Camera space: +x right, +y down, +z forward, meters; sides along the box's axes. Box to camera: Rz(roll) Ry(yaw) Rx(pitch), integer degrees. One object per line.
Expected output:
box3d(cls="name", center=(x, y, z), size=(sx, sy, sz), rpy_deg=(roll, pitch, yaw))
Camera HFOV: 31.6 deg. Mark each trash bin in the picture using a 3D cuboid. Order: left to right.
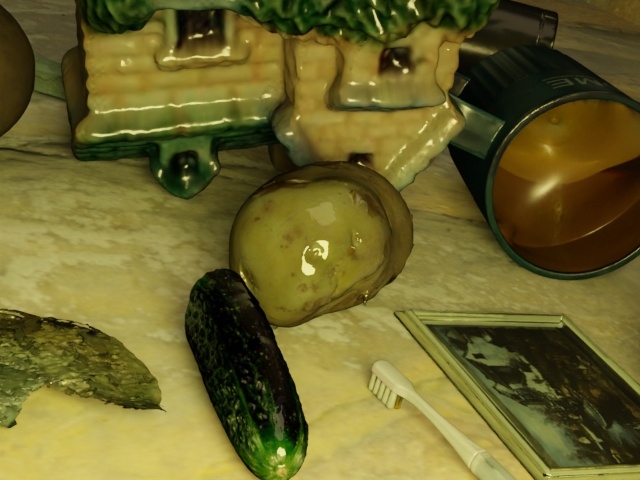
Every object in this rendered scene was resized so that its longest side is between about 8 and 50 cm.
box3d(cls="trash bin", center=(0.258, -0.356, 2.069), size=(0.301, 0.203, 0.252), rpy_deg=(16, 4, 1))

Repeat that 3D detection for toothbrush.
box3d(cls="toothbrush", center=(0.143, 0.199, 0.918), size=(0.025, 0.030, 0.342), rpy_deg=(-3, 29, -37))

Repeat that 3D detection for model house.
box3d(cls="model house", center=(-0.068, -0.206, 1.311), size=(0.445, 0.400, 0.395), rpy_deg=(-4, 36, -17))

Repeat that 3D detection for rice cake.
box3d(cls="rice cake", center=(-0.398, -0.231, 1.534), size=(0.245, 0.042, 0.045), rpy_deg=(17, 34, 5))

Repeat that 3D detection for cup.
box3d(cls="cup", center=(0.271, -0.115, 1.490), size=(0.307, 0.242, 0.292), rpy_deg=(-5, 24, -3))

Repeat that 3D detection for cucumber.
box3d(cls="cucumber", center=(-0.061, 0.109, 0.937), size=(0.074, 0.075, 0.241), rpy_deg=(6, 26, -23))

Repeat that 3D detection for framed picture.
box3d(cls="framed picture", center=(0.234, 0.143, 1.124), size=(0.232, 0.019, 0.296), rpy_deg=(3, 25, -28))

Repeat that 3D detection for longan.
box3d(cls="longan", center=(-0.413, -0.187, 1.244), size=(0.198, 0.198, 0.212), rpy_deg=(20, 20, 10))

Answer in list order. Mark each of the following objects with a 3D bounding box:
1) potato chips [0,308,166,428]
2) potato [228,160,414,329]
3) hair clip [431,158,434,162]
box3d(cls="potato chips", center=(-0.234, 0.105, 0.887), size=(0.219, 0.029, 0.202), rpy_deg=(6, 22, -19))
box3d(cls="potato", center=(0.000, 0.000, 1.137), size=(0.164, 0.165, 0.262), rpy_deg=(21, 17, 12))
box3d(cls="hair clip", center=(0.158, -0.149, 1.732), size=(0.072, 0.034, 0.226), rpy_deg=(14, 23, -7))
